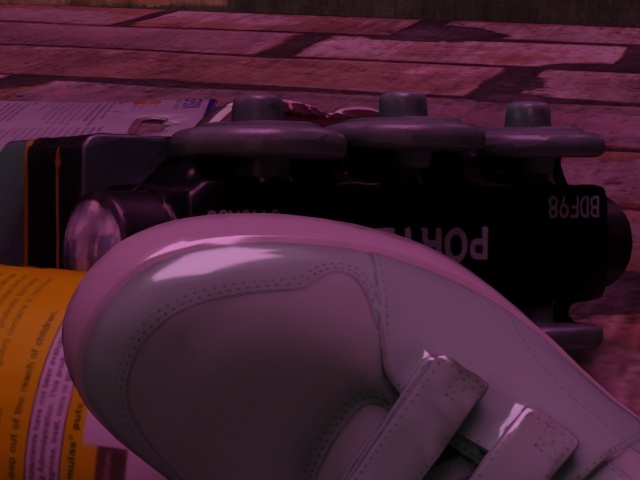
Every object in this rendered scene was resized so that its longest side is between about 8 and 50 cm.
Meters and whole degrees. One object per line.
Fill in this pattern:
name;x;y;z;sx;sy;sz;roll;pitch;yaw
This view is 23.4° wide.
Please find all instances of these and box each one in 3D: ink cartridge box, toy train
ink cartridge box;-0.242;-0.052;1.109;0.330;0.072;0.324;1;12;-1
toy train;0.000;0.000;0.759;0.334;0.142;0.190;-3;4;-41

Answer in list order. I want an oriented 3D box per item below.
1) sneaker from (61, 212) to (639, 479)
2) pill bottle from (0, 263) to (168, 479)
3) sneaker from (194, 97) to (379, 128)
sneaker;0.050;0.081;0.398;0.255;0.094;0.151;27;14;-11
pill bottle;-0.130;0.065;0.554;0.214;0.117;0.117;5;15;16
sneaker;0.035;-0.035;0.989;0.162;0.106;0.281;12;18;29
